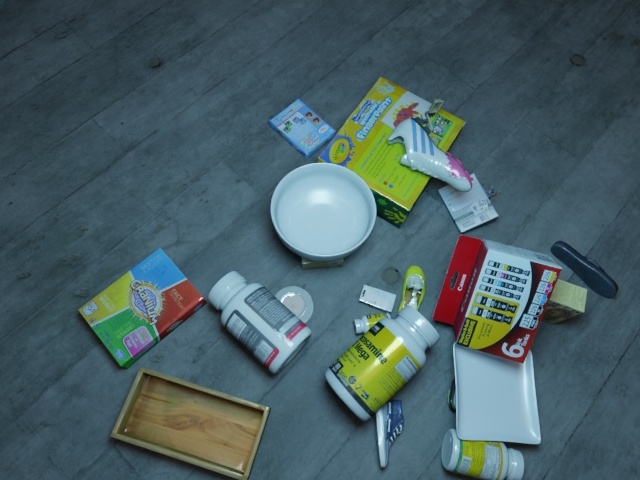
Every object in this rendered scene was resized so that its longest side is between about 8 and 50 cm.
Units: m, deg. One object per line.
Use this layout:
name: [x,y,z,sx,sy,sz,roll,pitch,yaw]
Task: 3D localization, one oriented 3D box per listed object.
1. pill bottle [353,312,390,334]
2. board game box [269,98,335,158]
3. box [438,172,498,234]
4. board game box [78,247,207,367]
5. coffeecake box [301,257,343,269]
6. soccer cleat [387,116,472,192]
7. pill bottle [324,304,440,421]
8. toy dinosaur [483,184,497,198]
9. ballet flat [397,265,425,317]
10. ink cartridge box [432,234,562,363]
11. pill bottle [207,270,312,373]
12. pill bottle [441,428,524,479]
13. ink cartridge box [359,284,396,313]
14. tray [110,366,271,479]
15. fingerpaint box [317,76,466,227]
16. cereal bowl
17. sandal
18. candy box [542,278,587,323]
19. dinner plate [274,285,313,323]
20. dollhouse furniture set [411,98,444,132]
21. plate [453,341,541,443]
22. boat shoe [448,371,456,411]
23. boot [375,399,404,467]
pill bottle: [0.170,0.274,1.452,0.116,0.065,0.065,-7,69,-6]
board game box: [-0.071,-0.441,1.741,0.160,0.039,0.211,-42,75,-16]
box: [0.538,-0.133,1.626,0.145,0.038,0.186,-25,71,5]
board game box: [-0.572,0.213,1.444,0.316,0.064,0.242,-41,75,-16]
coffeecake box: [0.000,0.000,1.553,0.142,0.068,0.185,-4,68,-3]
soccer cleat: [0.358,-0.263,1.490,0.143,0.116,0.331,-38,73,0]
pill bottle: [0.189,0.356,1.330,0.334,0.188,0.188,-42,75,-7]
toy dinosaur: [0.625,-0.166,1.673,0.082,0.047,0.090,2,101,-11]
ballet flat: [0.311,0.184,1.487,0.077,0.077,0.231,16,68,4]
ink cartridge box: [0.506,0.167,1.318,0.272,0.130,0.309,15,108,8]
pill bottle: [-0.196,0.245,1.388,0.318,0.176,0.176,41,72,13]
pill bottle: [0.471,0.632,1.294,0.208,0.117,0.117,13,68,3]
ink cartridge box: [0.192,0.198,1.503,0.115,0.029,0.063,19,69,6]
tray: [-0.375,0.538,1.320,0.411,0.076,0.202,16,69,5]
fingerpaint box: [0.255,-0.331,1.645,0.371,0.163,0.445,31,70,9]
cereal bowl: [0.008,-0.080,1.471,0.339,0.141,0.339,1,67,-1]
sandal: [0.925,0.089,1.541,0.054,0.097,0.254,-39,74,-16]
candy box: [0.661,0.164,1.454,0.316,0.183,0.087,20,68,5]
dinner plate: [-0.094,0.220,1.489,0.141,0.017,0.141,1,70,-2]
dollhouse furniture set: [0.381,-0.426,1.543,0.091,0.114,0.081,-10,73,-11]
plate: [0.521,0.457,1.342,0.278,0.045,0.277,9,69,-13]
boat shoe: [0.459,0.428,1.400,0.081,0.068,0.227,30,67,0]
boot: [0.211,0.573,1.331,0.086,0.069,0.190,-1,67,0]
